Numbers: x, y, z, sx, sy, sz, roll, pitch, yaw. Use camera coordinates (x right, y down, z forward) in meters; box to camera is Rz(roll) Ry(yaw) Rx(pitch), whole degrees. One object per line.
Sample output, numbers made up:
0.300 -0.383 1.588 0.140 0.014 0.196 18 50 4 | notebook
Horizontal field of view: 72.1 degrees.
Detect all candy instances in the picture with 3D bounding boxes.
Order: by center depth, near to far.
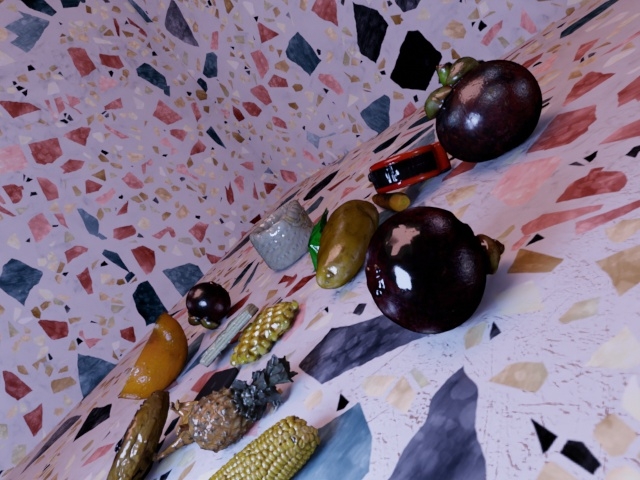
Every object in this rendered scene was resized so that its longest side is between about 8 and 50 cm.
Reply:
-0.004 0.001 1.520 0.078 0.203 0.141 3 33 -4 | candy

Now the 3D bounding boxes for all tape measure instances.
0.286 -0.236 1.481 0.260 0.114 0.253 -23 5 -29 | tape measure

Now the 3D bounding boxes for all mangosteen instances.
0.210 0.046 0.782 0.265 0.228 0.228 -12 8 -15 | mangosteen
0.457 -0.375 1.231 0.300 0.300 0.300 -37 14 11 | mangosteen
-0.485 0.275 1.891 0.210 0.210 0.210 -37 14 11 | mangosteen

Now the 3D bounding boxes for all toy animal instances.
-0.337 0.479 1.107 0.255 0.116 0.114 -48 33 33 | toy animal

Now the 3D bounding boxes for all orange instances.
-0.632 0.433 1.668 0.274 0.274 0.310 -33 59 28 | orange

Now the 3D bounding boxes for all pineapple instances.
-0.165 0.353 0.968 0.248 0.128 0.128 -36 14 1 | pineapple

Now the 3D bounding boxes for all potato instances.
0.075 0.005 1.340 0.195 0.176 0.369 -5 33 21 | potato

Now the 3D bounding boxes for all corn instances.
-0.127 0.407 0.744 0.293 0.106 0.106 -42 14 -9 | corn

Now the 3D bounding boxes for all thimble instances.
-0.154 -0.023 1.924 0.291 0.195 0.291 -33 16 11 | thimble

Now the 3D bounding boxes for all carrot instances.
0.234 -0.144 1.554 0.066 0.066 0.314 -41 14 -3 | carrot

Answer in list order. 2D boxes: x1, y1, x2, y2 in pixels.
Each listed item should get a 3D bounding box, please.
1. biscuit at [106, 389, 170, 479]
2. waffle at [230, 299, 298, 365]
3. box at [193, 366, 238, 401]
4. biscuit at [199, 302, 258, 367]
-0.454 0.522 1.116 0.296 0.075 0.296 -158 90 -86 | biscuit
-0.185 0.284 1.364 0.291 0.051 0.291 -36 13 10 | waffle
-0.303 0.430 1.283 0.125 0.027 0.126 -25 19 38 | box
-0.300 0.304 1.476 0.252 0.052 0.150 -47 2 14 | biscuit
